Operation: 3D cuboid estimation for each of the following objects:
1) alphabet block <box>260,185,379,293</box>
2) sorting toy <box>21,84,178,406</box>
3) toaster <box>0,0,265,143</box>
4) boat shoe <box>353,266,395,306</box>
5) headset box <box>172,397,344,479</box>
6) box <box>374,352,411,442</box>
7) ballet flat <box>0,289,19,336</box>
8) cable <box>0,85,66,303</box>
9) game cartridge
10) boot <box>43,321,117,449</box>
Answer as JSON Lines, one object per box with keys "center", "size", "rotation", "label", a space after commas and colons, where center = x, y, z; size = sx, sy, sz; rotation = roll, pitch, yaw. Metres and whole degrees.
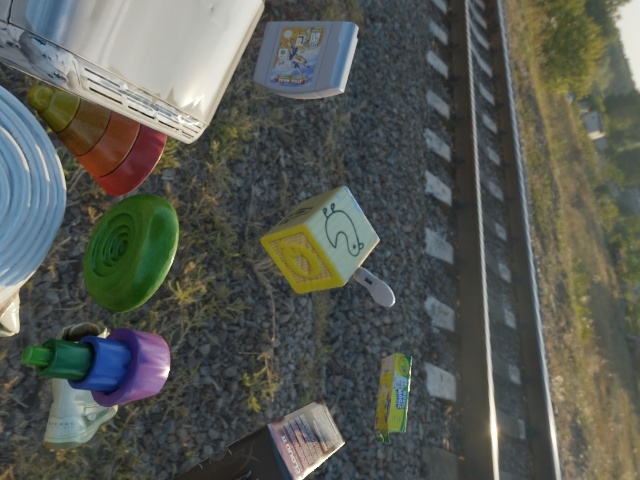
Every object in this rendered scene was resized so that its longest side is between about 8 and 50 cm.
{"center": [0.000, 0.000, 1.179], "size": [0.192, 0.193, 0.197], "rotation": [55, 48, -15], "label": "alphabet block"}
{"center": [-0.228, -0.027, 0.435], "size": [0.126, 0.127, 0.365], "rotation": [33, 34, -51], "label": "sorting toy"}
{"center": [-0.139, -0.168, 0.329], "size": [0.146, 0.129, 0.227], "rotation": [-66, 160, 5], "label": "toaster"}
{"center": [0.139, 0.113, 1.114], "size": [0.040, 0.049, 0.142], "rotation": [21, 18, -48], "label": "boat shoe"}
{"center": [-0.109, 0.416, 0.848], "size": [0.110, 0.218, 0.293], "rotation": [60, 13, 19], "label": "headset box"}
{"center": [0.155, 0.342, 0.973], "size": [0.043, 0.105, 0.179], "rotation": [15, 66, -4], "label": "box"}
{"center": [-0.541, 0.147, 0.696], "size": [0.106, 0.108, 0.315], "rotation": [57, 30, -43], "label": "ballet flat"}
{"center": [-0.365, -0.042, 0.392], "size": [0.257, 0.089, 0.257], "rotation": [13, 70, -51], "label": "cable"}
{"center": [-0.052, -0.489, 1.221], "size": [0.062, 0.297, 0.198], "rotation": [17, 89, -59], "label": "game cartridge"}
{"center": [-0.375, 0.213, 0.726], "size": [0.077, 0.213, 0.165], "rotation": [3, 89, -10], "label": "boot"}
